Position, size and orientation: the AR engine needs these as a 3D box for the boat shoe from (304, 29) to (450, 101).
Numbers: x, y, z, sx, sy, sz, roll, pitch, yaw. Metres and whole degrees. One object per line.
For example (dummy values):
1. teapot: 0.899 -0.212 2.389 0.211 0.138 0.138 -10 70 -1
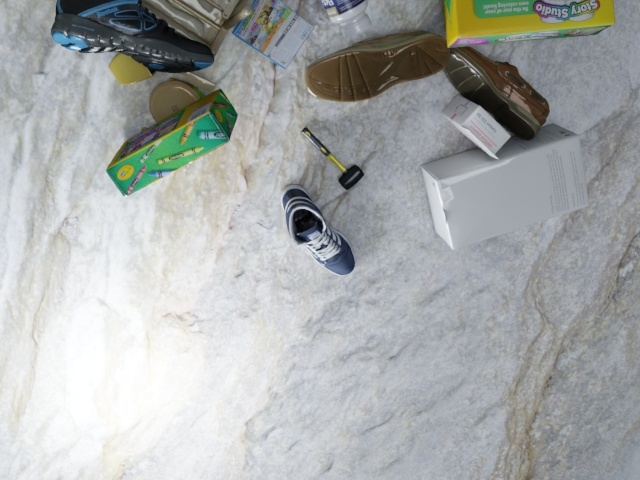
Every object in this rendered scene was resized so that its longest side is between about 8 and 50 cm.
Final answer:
1. boat shoe: 0.123 -0.407 1.806 0.340 0.110 0.122 -13 124 -8

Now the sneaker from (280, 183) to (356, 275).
1. sneaker: 0.000 0.000 1.914 0.099 0.153 0.282 -35 112 6

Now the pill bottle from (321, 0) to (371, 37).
1. pill bottle: 0.049 -0.545 1.747 0.094 0.094 0.169 -28 112 2

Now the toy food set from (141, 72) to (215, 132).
1. toy food set: -0.330 -0.309 1.811 0.132 0.039 0.192 26 116 -12

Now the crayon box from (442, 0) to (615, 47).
1. crayon box: 0.451 -0.608 1.737 0.362 0.106 0.313 -6 93 -7

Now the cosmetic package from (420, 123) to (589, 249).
1. cosmetic package: 0.454 -0.137 1.936 0.365 0.155 0.197 -16 112 -2

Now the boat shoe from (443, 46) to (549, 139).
1. boat shoe: 0.420 -0.376 1.877 0.307 0.110 0.104 41 71 -13

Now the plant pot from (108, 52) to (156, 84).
1. plant pot: -0.421 -0.391 1.739 0.083 0.081 0.082 -25 113 13

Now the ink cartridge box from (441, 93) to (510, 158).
1. ink cartridge box: 0.372 -0.270 1.848 0.115 0.198 0.067 38 101 -20

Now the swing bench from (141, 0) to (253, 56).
1. swing bench: -0.264 -0.553 1.636 0.253 0.254 0.165 30 69 -19

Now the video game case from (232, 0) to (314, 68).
1. video game case: -0.104 -0.473 1.755 0.166 0.015 0.119 26 106 -44

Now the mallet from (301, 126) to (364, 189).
1. mallet: 0.019 -0.198 1.910 0.189 0.039 0.062 36 103 -15

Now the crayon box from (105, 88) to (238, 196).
1. crayon box: -0.328 -0.219 1.742 0.278 0.165 0.081 -26 114 15

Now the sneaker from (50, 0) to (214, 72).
1. sneaker: -0.375 -0.443 1.626 0.340 0.125 0.140 10 81 -31
